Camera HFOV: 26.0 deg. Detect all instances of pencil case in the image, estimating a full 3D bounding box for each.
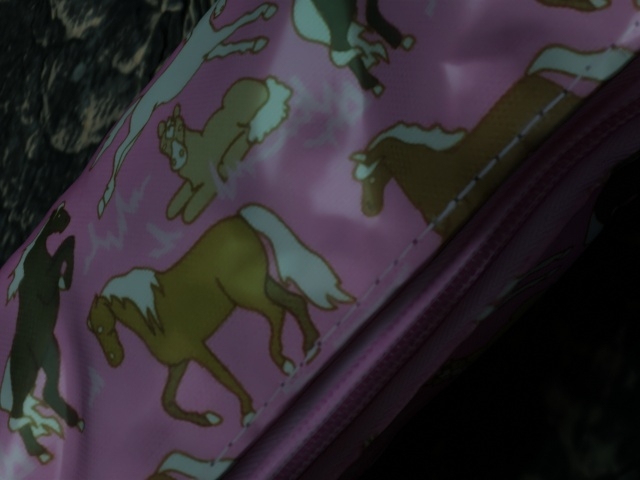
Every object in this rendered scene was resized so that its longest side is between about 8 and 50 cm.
[{"bbox_3d":[0.000,0.000,0.450,0.167,0.160,0.386,46,109,16],"label":"pencil case"}]
